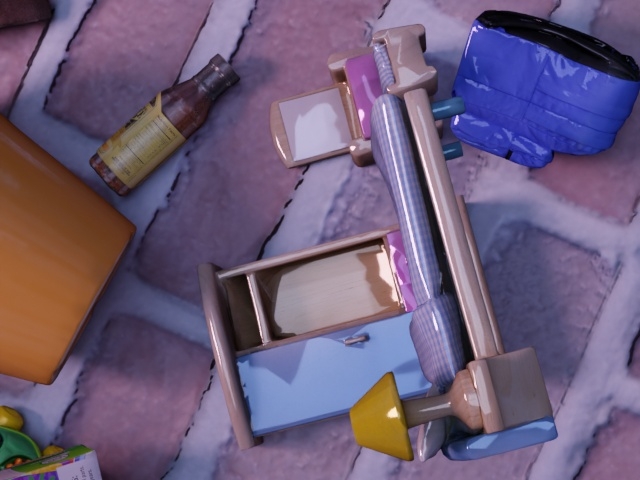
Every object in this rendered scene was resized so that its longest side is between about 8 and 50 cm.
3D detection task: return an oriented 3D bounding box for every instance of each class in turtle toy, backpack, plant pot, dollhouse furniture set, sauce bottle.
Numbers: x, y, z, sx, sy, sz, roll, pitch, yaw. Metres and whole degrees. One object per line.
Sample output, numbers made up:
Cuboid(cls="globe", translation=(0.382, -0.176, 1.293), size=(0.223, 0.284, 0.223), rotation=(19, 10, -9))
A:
Cuboid(cls="turtle toy", translation=(-0.252, 0.167, 0.806), size=(0.130, 0.066, 0.095), rotation=(37, 89, 9))
Cuboid(cls="backpack", translation=(0.157, -0.103, 0.778), size=(0.120, 0.098, 0.101), rotation=(19, 115, 8))
Cuboid(cls="plant pot", translation=(-0.240, 0.002, 0.769), size=(0.188, 0.205, 0.205), rotation=(28, 87, -6))
Cuboid(cls="dollhouse furniture set", translation=(0.000, 0.000, 0.677), size=(0.198, 0.303, 0.286), rotation=(-15, 82, 4))
Cuboid(cls="sauce bottle", translation=(-0.115, -0.088, 0.833), size=(0.128, 0.042, 0.042), rotation=(-42, 81, -2))

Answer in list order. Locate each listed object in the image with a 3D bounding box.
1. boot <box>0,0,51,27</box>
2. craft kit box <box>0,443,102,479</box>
Cuboid(cls="boot", translation=(-0.238, -0.273, 0.853), size=(0.248, 0.090, 0.207), rotation=(-19, 103, -18))
Cuboid(cls="craft kit box", translation=(-0.241, 0.288, 0.722), size=(0.247, 0.061, 0.250), rotation=(-14, 92, -23))
